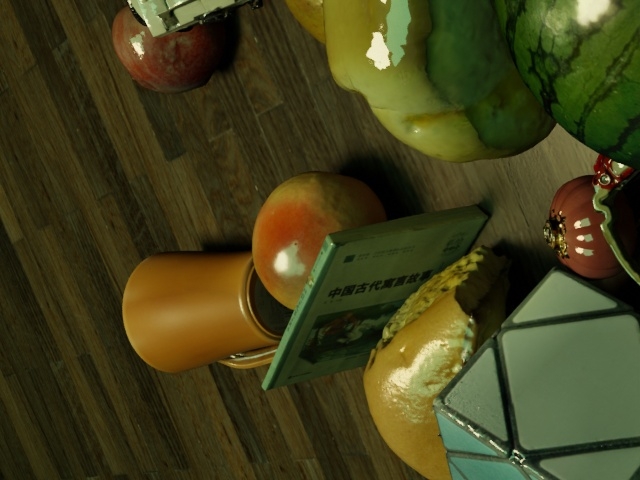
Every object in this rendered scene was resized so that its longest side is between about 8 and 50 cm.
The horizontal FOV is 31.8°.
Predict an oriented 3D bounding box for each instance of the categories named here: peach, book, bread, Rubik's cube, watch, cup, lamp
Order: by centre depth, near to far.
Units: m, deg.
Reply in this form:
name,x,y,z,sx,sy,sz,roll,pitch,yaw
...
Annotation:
name,x,y,z,sx,sy,sz,roll,pitch,yaw
watch,0.359,0.004,1.010,0.165,0.102,0.268,-31,84,21
bread,0.121,-0.241,1.018,0.210,0.300,0.341,15,123,50
Rubik's cube,0.258,0.189,1.111,0.205,0.207,0.205,33,158,33
lamp,0.272,-0.012,1.124,0.107,0.092,0.107,172,90,-82
bread,0.136,0.149,1.260,0.163,0.204,0.262,6,115,17
book,0.057,0.072,1.326,0.025,0.215,0.282,59,146,30
peach,0.000,0.000,1.378,0.184,0.184,0.184,25,127,39
peach,-0.195,-0.268,1.498,0.152,0.152,0.152,25,127,39
cup,-0.134,0.106,1.614,0.264,0.182,0.226,-11,134,44

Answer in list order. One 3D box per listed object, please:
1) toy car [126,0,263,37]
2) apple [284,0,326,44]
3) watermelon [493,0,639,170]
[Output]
name,x,y,z,sx,sy,sz,roll,pitch,yaw
toy car,-0.184,-0.401,1.351,0.193,0.118,0.301,-19,98,13
apple,0.039,-0.280,1.179,0.155,0.182,0.182,10,117,56
watermelon,0.290,-0.217,0.808,0.363,0.363,0.363,25,127,39
